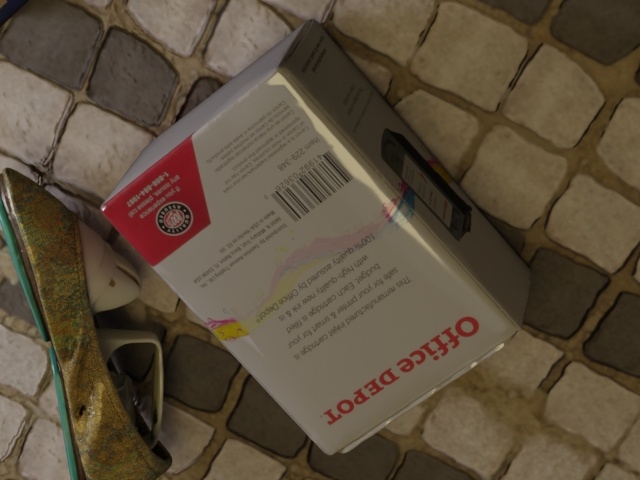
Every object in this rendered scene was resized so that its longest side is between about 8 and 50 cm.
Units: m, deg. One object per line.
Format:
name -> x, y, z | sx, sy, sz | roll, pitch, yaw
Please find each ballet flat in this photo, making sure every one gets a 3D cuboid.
ballet flat -> -0.209, 0.081, 1.815 | 0.123, 0.123, 0.348 | -4, 115, 16

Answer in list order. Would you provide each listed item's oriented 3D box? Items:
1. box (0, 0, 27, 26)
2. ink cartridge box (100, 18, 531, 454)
box -> -0.272, -0.277, 1.680 | 0.225, 0.036, 0.136 | -38, 103, 28
ink cartridge box -> 0.000, 0.000, 1.701 | 0.226, 0.131, 0.306 | -35, 106, 26
